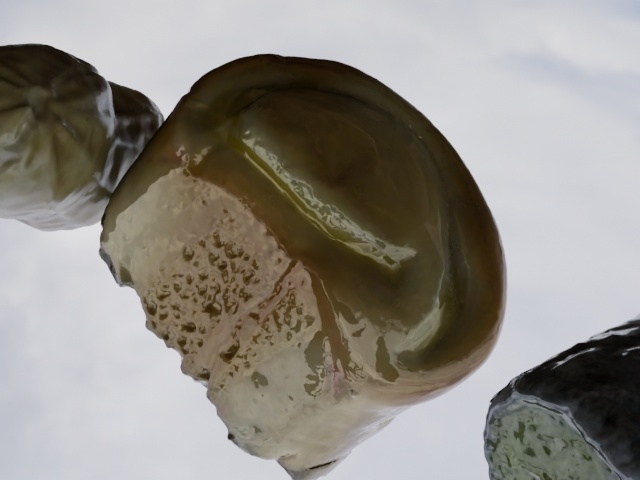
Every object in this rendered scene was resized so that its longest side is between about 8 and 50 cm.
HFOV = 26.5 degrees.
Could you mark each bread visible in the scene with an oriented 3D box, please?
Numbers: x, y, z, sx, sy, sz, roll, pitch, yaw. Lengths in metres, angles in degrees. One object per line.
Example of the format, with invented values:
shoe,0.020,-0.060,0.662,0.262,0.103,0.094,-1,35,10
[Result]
bread,0.000,0.000,1.080,0.315,0.270,0.211,49,-141,8

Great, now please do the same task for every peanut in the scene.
peanut,-0.216,-0.079,1.104,0.147,0.147,0.305,14,176,14

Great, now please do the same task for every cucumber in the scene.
cucumber,0.098,0.049,0.377,0.064,0.064,0.112,27,-145,37
